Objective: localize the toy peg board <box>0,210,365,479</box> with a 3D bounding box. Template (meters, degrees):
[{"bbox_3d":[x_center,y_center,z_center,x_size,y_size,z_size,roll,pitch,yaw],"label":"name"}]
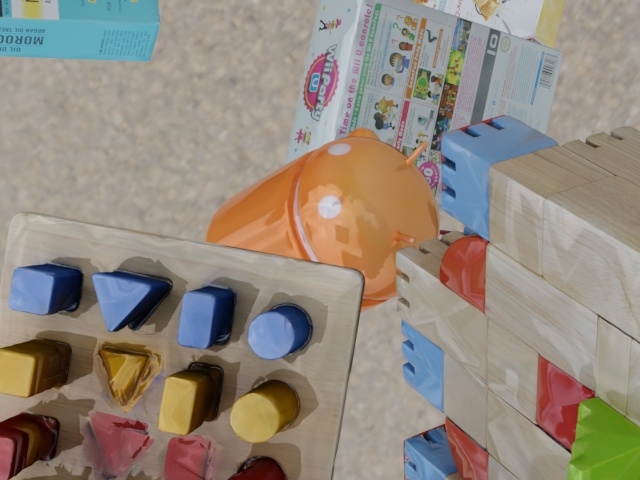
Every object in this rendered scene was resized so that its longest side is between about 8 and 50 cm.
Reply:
[{"bbox_3d":[-0.076,0.080,0.628,0.161,0.079,0.160,10,93,8],"label":"toy peg board"}]

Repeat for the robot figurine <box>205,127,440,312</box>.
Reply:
[{"bbox_3d":[0.000,-0.002,1.113,0.219,0.158,0.128,-26,90,44],"label":"robot figurine"}]

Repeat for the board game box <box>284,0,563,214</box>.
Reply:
[{"bbox_3d":[0.125,-0.151,1.745,0.097,0.303,0.224,12,89,55],"label":"board game box"}]

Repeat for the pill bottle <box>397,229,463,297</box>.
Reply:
[{"bbox_3d":[0.149,0.031,1.716,0.152,0.086,0.086,6,127,20],"label":"pill bottle"}]

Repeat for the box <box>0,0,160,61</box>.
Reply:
[{"bbox_3d":[-0.275,-0.224,1.359,0.244,0.100,0.060,0,149,-18],"label":"box"}]

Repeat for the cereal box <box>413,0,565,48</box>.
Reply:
[{"bbox_3d":[0.222,-0.325,1.955,0.047,0.173,0.240,27,161,-38],"label":"cereal box"}]

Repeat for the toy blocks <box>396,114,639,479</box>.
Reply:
[{"bbox_3d":[0.144,0.077,0.871,0.261,0.191,0.381,38,139,50],"label":"toy blocks"}]
